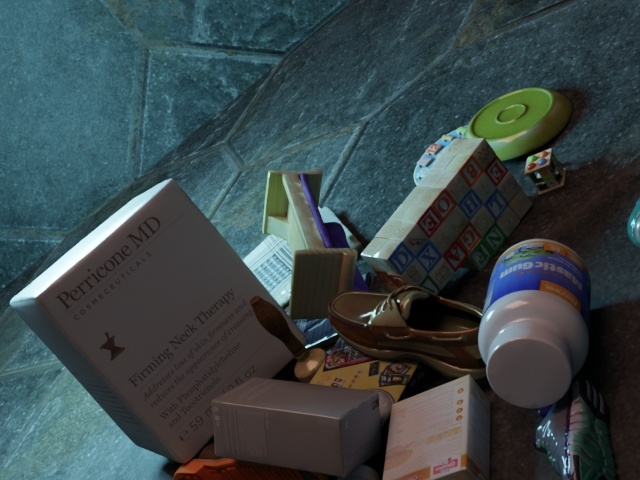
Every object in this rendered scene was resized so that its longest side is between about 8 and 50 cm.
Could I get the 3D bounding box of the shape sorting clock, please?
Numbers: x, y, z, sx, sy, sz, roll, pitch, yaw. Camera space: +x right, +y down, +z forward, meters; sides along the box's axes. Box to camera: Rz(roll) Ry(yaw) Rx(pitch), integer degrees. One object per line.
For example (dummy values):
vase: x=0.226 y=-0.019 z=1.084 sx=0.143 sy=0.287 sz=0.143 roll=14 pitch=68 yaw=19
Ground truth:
shape sorting clock: x=0.288 y=-0.181 z=2.161 sx=0.206 sy=0.040 sz=0.206 roll=-32 pitch=26 yaw=17

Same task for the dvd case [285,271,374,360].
dvd case: x=0.005 y=0.159 z=2.013 sx=0.221 sy=0.018 sz=0.164 roll=-27 pitch=26 yaw=26

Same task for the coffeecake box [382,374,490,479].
coffeecake box: x=0.171 y=0.303 z=1.475 sx=0.142 sy=0.068 sz=0.185 roll=-26 pitch=28 yaw=27

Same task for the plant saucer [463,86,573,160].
plant saucer: x=0.398 y=-0.249 z=2.082 sx=0.241 sy=0.037 sz=0.241 roll=-23 pitch=29 yaw=14

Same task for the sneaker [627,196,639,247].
sneaker: x=0.558 y=-0.089 z=1.562 sx=0.302 sy=0.108 sz=0.121 roll=-40 pitch=22 yaw=-21

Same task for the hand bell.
hand bell: x=-0.043 y=0.186 z=1.764 sx=0.126 sy=0.242 sz=0.126 roll=-31 pitch=26 yaw=17

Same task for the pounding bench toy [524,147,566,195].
pounding bench toy: x=0.418 y=-0.139 z=1.877 sx=0.052 sy=0.065 sz=0.083 roll=-22 pitch=30 yaw=34

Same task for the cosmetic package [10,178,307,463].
cosmetic package: x=-0.310 y=0.152 z=1.890 sx=0.329 sy=0.393 sz=0.327 roll=-44 pitch=13 yaw=-21

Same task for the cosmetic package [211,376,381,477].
cosmetic package: x=-0.036 y=0.282 z=1.551 sx=0.238 sy=0.107 sz=0.127 roll=5 pitch=14 yaw=32

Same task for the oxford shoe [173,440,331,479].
oxford shoe: x=-0.103 y=0.368 z=1.688 sx=0.364 sy=0.130 sz=0.132 roll=-12 pitch=30 yaw=46

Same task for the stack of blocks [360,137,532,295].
stack of blocks: x=0.230 y=-0.021 z=1.817 sx=0.297 sy=0.171 sz=0.087 roll=-49 pitch=26 yaw=-18

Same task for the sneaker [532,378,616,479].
sneaker: x=0.322 y=0.278 z=1.313 sx=0.098 sy=0.083 sz=0.223 roll=-38 pitch=11 yaw=29

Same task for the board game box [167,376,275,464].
board game box: x=-0.203 y=0.327 z=2.010 sx=0.260 sy=0.030 sz=0.136 roll=-37 pitch=27 yaw=5

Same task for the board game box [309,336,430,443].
board game box: x=0.087 y=0.217 z=1.675 sx=0.165 sy=0.042 sz=0.243 roll=9 pitch=43 yaw=31

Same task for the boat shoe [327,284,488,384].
boat shoe: x=0.153 y=0.125 z=1.629 sx=0.324 sy=0.119 sz=0.122 roll=13 pitch=45 yaw=35

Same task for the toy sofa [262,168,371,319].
toy sofa: x=0.000 y=0.000 z=1.980 sx=0.177 sy=0.150 sz=0.362 roll=0 pitch=29 yaw=-12

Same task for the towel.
towel: x=-0.077 y=0.054 z=2.261 sx=0.324 sy=0.056 sz=0.312 roll=-40 pitch=24 yaw=-3

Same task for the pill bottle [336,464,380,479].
pill bottle: x=0.049 y=0.399 z=1.474 sx=0.078 sy=0.078 sz=0.137 roll=-26 pitch=28 yaw=27

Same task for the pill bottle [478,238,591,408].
pill bottle: x=0.306 y=0.118 z=1.439 sx=0.152 sy=0.152 sz=0.272 roll=-28 pitch=15 yaw=25
